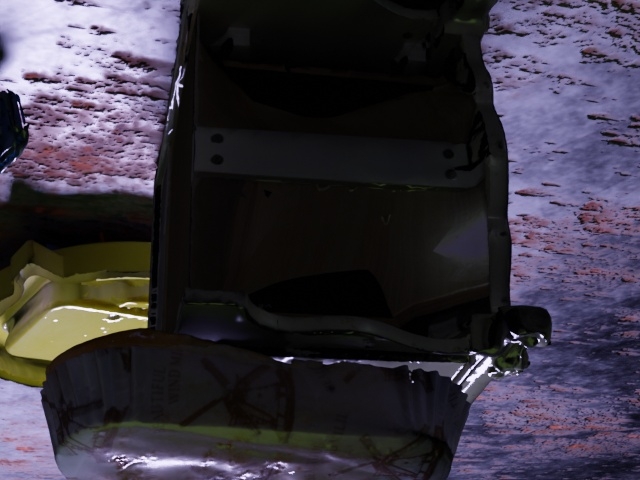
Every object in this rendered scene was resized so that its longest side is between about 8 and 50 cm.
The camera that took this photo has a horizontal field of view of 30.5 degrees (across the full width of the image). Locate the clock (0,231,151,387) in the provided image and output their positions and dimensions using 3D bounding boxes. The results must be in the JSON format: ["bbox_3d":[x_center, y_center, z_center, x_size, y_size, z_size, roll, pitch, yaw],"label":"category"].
[{"bbox_3d":[-0.217,0.070,1.182,0.293,0.071,0.277,19,141,-41],"label":"clock"}]

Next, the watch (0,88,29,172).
[{"bbox_3d":[-0.398,-0.062,0.867,0.276,0.068,0.274,15,151,-35],"label":"watch"}]

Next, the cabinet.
[{"bbox_3d":[0.000,0.000,0.833,0.227,0.290,0.318,4,150,-10],"label":"cabinet"}]

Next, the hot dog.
[{"bbox_3d":[-0.035,0.108,0.678,0.252,0.069,0.131,7,138,-16],"label":"hot dog"}]
